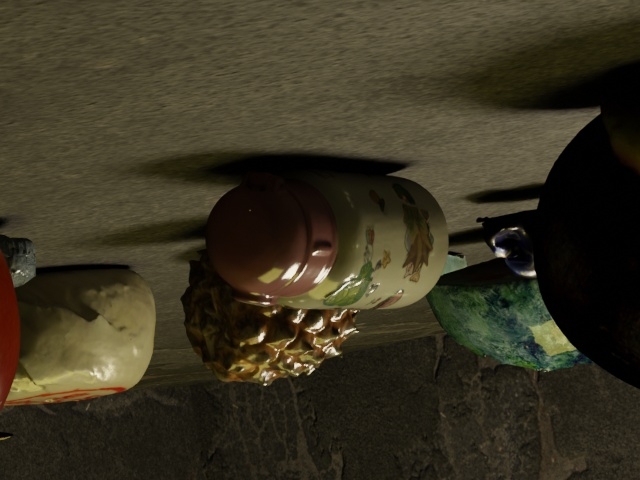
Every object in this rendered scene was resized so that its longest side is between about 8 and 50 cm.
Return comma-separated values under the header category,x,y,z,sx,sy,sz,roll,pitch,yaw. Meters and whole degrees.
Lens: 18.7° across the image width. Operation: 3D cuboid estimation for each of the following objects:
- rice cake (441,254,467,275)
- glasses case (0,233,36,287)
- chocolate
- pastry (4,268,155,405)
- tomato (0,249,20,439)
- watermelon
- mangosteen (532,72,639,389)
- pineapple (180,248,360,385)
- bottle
category,x,y,z,sx,sy,sz,roll,pitch,yaw
rice cake,0.140,0.035,2.420,0.034,0.043,0.211,-4,176,22
glasses case,-0.369,0.032,1.574,0.282,0.067,0.109,-8,176,-25
chocolate,0.297,-0.006,2.052,0.148,0.126,0.343,21,-173,40
pastry,-0.298,0.106,2.050,0.265,0.133,0.265,-5,175,0
tomato,-0.312,0.056,1.177,0.256,0.224,0.256,-11,169,-2
watermelon,0.291,0.068,2.336,0.318,0.148,0.226,-12,-163,12
mangosteen,0.300,-0.021,1.433,0.275,0.275,0.302,-8,140,-16
pineapple,-0.032,0.056,1.885,0.193,0.166,0.166,-13,177,-36
bottle,0.000,0.000,1.596,0.120,0.120,0.253,-13,173,31
